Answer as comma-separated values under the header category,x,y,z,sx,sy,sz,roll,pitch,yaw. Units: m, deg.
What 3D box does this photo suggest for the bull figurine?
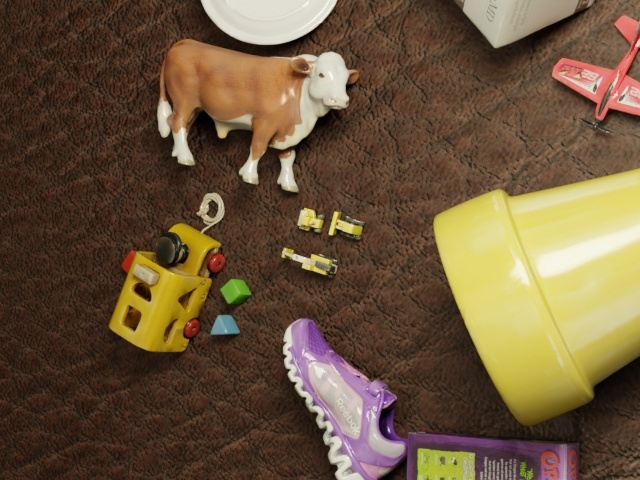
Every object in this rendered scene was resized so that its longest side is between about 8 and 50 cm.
category,x,y,z,sx,sy,sz,roll,pitch,yaw
bull figurine,-0.089,-0.174,1.697,0.310,0.101,0.188,17,97,32

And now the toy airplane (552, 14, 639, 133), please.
category,x,y,z,sx,sy,sz,roll,pitch,yaw
toy airplane,0.343,-0.195,1.465,0.151,0.028,0.151,-3,85,31

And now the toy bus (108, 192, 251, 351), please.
category,x,y,z,sx,sy,sz,roll,pitch,yaw
toy bus,-0.212,0.054,1.756,0.191,0.104,0.202,-26,73,28

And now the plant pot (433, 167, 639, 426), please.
category,x,y,z,sx,sy,sz,roll,pitch,yaw
plant pot,0.279,0.039,1.374,0.239,0.254,0.254,-25,72,12

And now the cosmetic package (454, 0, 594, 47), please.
category,x,y,z,sx,sy,sz,roll,pitch,yaw
cosmetic package,0.219,-0.351,1.453,0.151,0.151,0.183,-26,64,-19

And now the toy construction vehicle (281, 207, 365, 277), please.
category,x,y,z,sx,sy,sz,roll,pitch,yaw
toy construction vehicle,0.000,0.000,1.665,0.098,0.035,0.085,22,98,32

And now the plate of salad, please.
category,x,y,z,sx,sy,sz,roll,pitch,yaw
plate of salad,-0.066,-0.355,1.716,0.200,0.048,0.199,-1,81,7

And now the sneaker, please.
category,x,y,z,sx,sy,sz,roll,pitch,yaw
sneaker,0.039,0.195,1.597,0.105,0.095,0.236,-33,74,19

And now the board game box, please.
category,x,y,z,sx,sy,sz,roll,pitch,yaw
board game box,0.197,0.403,1.500,0.208,0.056,0.346,-1,86,37
